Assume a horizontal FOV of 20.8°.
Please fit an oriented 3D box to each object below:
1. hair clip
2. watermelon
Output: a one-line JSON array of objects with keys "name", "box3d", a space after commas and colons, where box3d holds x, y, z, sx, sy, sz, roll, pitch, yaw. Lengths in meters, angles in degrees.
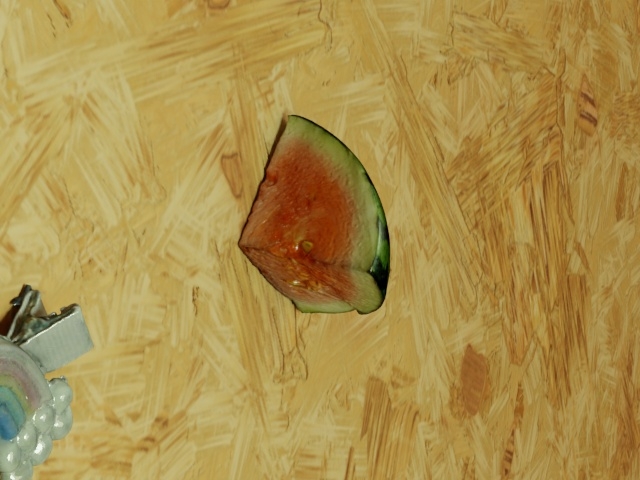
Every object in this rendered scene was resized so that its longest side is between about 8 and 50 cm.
[{"name": "hair clip", "box3d": [-0.234, 0.123, 1.191, 0.220, 0.054, 0.140, -54, 146, -39]}, {"name": "watermelon", "box3d": [0.018, -0.006, 1.539, 0.137, 0.145, 0.193, -33, 124, -50]}]
